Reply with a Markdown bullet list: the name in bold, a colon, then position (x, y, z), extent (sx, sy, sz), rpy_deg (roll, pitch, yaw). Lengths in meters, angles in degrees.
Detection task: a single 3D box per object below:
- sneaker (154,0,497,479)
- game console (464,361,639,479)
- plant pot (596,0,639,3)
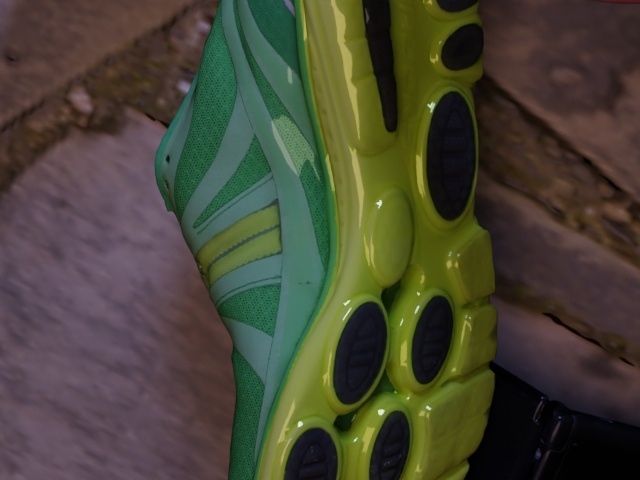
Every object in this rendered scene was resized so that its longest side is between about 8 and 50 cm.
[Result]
- **sneaker**: position (0.000, 0.000, 0.735), extent (0.123, 0.109, 0.296), rpy_deg (3, 88, 52)
- **game console**: position (0.080, 0.114, 0.764), extent (0.107, 0.071, 0.122), rpy_deg (15, 107, -22)
- **plant pot**: position (0.116, -0.184, 0.631), extent (0.191, 0.174, 0.191), rpy_deg (3, 103, 13)
